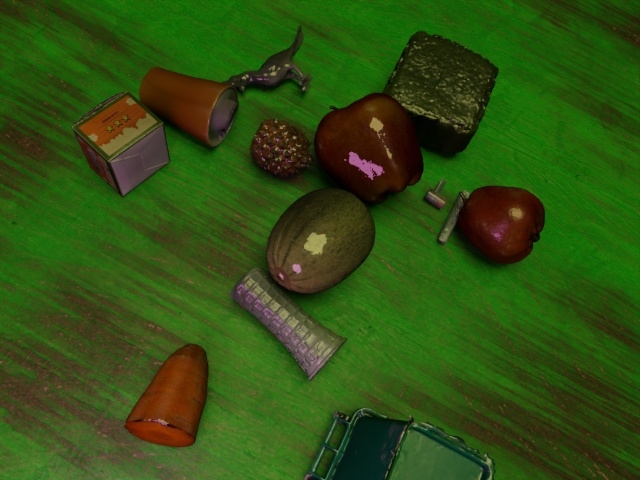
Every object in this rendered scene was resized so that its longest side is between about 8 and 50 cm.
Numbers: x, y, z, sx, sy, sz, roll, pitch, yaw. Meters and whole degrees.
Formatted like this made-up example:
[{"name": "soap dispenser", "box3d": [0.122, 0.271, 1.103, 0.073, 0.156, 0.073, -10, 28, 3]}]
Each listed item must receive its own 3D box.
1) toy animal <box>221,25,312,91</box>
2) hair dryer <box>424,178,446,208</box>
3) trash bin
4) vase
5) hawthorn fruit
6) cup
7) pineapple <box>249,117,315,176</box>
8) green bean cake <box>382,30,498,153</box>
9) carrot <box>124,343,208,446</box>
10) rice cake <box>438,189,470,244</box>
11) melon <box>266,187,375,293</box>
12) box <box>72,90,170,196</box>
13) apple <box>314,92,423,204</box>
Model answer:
[{"name": "toy animal", "box3d": [-0.114, -0.553, 1.589, 0.206, 0.081, 0.367, 38, 65, 18]}, {"name": "hair dryer", "box3d": [0.375, -0.156, 1.556, 0.063, 0.037, 0.114, 34, 58, 2]}, {"name": "trash bin", "box3d": [0.157, 0.495, 1.047, 0.295, 0.381, 0.259, 29, 64, 2]}, {"name": "vase", "box3d": [-0.088, 0.201, 1.258, 0.299, 0.143, 0.143, 41, 66, 10]}, {"name": "hawthorn fruit", "box3d": [0.515, -0.063, 1.456, 0.261, 0.224, 0.224, 32, 64, 25]}, {"name": "cup", "box3d": [-0.368, -0.405, 1.451, 0.264, 0.182, 0.226, 23, 32, 6]}, {"name": "pineapple", "box3d": [-0.103, -0.262, 1.435, 0.193, 0.166, 0.166, 23, 65, -3]}, {"name": "green bean cake", "box3d": [0.361, -0.462, 1.593, 0.335, 0.218, 0.318, 26, 73, 7]}, {"name": "carrot", "box3d": [-0.336, 0.343, 1.149, 0.159, 0.159, 0.224, 16, 55, -5]}, {"name": "rice cake", "box3d": [0.410, -0.072, 1.525, 0.033, 0.033, 0.207, 32, 65, 1]}, {"name": "melon", "box3d": [0.000, 0.000, 1.289, 0.249, 0.248, 0.329, 42, 49, 8]}, {"name": "box", "box3d": [-0.525, -0.256, 1.324, 0.148, 0.195, 0.177, 43, 67, 7]}, {"name": "apple", "box3d": [0.139, -0.265, 1.424, 0.288, 0.288, 0.316, -32, 90, -21]}]
